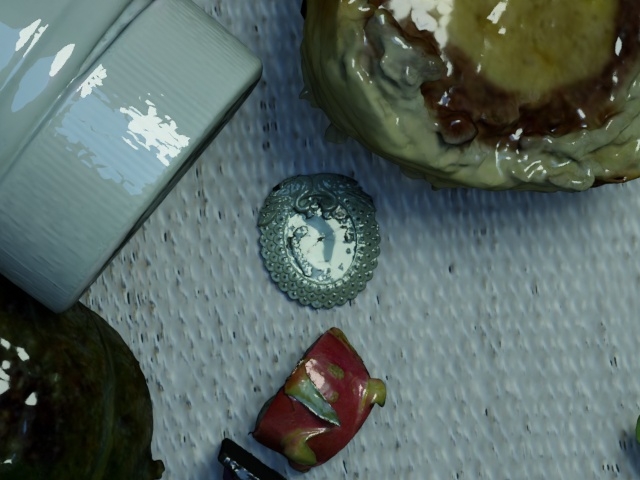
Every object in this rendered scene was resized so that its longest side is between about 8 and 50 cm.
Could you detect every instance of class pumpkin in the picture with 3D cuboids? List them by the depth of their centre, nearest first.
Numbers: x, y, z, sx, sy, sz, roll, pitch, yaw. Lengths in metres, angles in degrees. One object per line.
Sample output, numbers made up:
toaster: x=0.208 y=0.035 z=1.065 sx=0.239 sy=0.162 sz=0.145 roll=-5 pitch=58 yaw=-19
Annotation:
pumpkin: x=-0.185 y=0.064 z=1.037 sx=0.163 sy=0.111 sz=0.278 roll=-17 pitch=85 yaw=-11

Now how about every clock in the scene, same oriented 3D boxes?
clock: x=0.000 y=0.000 z=1.108 sx=0.074 sy=0.010 sz=0.083 roll=-7 pitch=86 yaw=-6

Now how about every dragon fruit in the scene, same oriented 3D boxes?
dragon fruit: x=0.002 y=0.096 z=1.075 sx=0.056 sy=0.060 sz=0.083 roll=40 pitch=80 yaw=3

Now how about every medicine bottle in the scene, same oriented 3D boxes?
medicine bottle: x=-0.213 y=-0.121 z=1.003 sx=0.332 sy=0.190 sz=0.190 roll=35 pitch=82 yaw=-5

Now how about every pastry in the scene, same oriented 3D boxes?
pastry: x=0.098 y=-0.150 z=1.061 sx=0.237 sy=0.170 sz=0.255 roll=14 pitch=78 yaw=-24

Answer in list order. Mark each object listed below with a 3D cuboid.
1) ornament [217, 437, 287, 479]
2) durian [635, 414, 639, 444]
ornament: x=-0.080 y=0.215 z=1.043 sx=0.088 sy=0.081 sz=0.203 roll=39 pitch=82 yaw=0
durian: x=0.322 y=0.099 z=1.089 sx=0.250 sy=0.101 sz=0.139 roll=-30 pitch=53 yaw=-8
